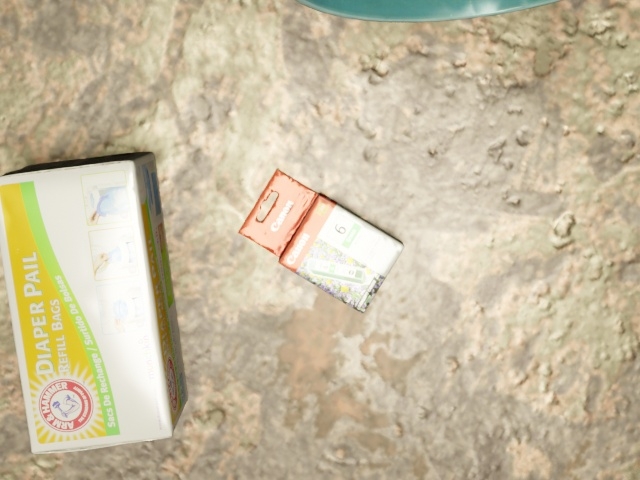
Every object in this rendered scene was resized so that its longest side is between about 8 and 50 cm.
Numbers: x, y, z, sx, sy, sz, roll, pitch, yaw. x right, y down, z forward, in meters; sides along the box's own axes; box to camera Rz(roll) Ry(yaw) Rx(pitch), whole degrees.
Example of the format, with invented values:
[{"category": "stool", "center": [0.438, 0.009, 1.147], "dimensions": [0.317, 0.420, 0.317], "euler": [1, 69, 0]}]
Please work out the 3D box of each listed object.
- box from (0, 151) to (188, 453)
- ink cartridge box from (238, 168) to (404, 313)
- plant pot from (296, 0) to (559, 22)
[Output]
[{"category": "box", "center": [-0.166, 0.043, 0.962], "dimensions": [0.103, 0.114, 0.203], "euler": [-7, 97, 1]}, {"category": "ink cartridge box", "center": [0.000, 0.000, 0.998], "dimensions": [0.115, 0.029, 0.063], "euler": [31, 96, -3]}, {"category": "plant pot", "center": [0.094, -0.309, 0.859], "dimensions": [0.271, 0.271, 0.255], "euler": [-6, 82, 1]}]
